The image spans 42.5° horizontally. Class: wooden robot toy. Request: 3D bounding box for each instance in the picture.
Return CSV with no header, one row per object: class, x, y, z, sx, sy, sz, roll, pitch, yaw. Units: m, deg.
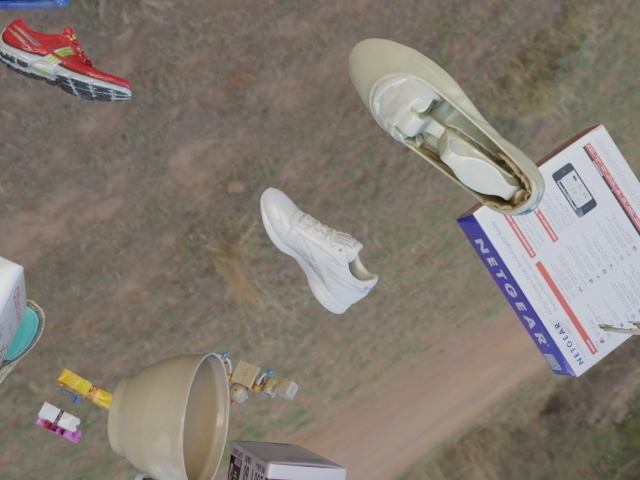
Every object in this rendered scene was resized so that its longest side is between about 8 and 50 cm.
wooden robot toy,-0.131,0.266,1.482,0.076,0.173,0.079,77,35,-59

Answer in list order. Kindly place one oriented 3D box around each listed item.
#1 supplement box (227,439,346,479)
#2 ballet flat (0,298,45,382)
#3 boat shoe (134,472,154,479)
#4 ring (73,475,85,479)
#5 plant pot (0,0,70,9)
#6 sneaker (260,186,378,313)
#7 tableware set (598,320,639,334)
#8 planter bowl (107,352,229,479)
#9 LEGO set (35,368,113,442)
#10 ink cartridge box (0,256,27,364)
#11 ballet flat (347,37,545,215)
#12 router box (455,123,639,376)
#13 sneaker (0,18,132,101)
supplement box,-0.045,0.304,0.710,0.073,0.240,0.130,9,172,-19
ballet flat,-0.713,0.237,1.846,0.348,0.123,0.123,-46,156,21
boat shoe,-0.243,0.494,1.208,0.091,0.305,0.109,3,-178,7
ring,-0.564,0.541,1.478,0.336,0.032,0.336,-38,175,-4
plant pot,-0.460,-0.480,1.150,0.236,0.235,0.212,47,57,-52
sneaker,0.000,0.000,1.705,0.152,0.305,0.114,-33,-169,29
tableware set,0.498,0.131,1.194,0.141,0.020,0.168,9,176,-43
planter bowl,-0.185,0.212,0.985,0.109,0.162,0.162,3,162,12
LEGO set,-0.353,0.245,1.208,0.087,0.093,0.227,-65,-169,-22
ink cartridge box,-0.461,0.157,0.978,0.207,0.117,0.283,133,-23,-64
ballet flat,0.120,-0.110,0.821,0.086,0.248,0.086,-51,177,-4
router box,0.453,0.015,1.446,0.301,0.335,0.082,-33,-178,-13
sneaker,-0.509,-0.371,1.673,0.107,0.279,0.118,154,-44,-72
